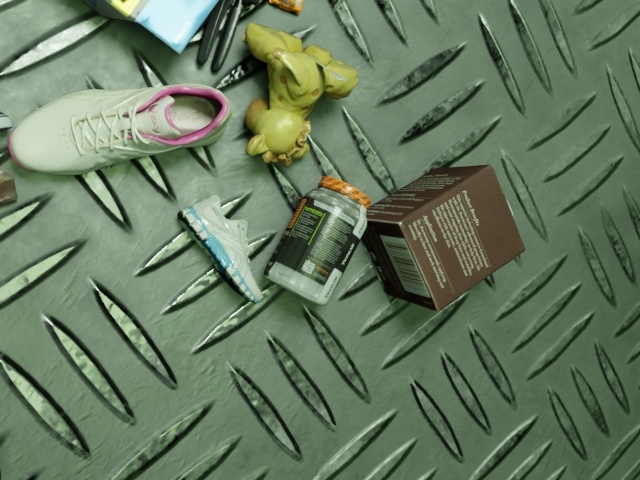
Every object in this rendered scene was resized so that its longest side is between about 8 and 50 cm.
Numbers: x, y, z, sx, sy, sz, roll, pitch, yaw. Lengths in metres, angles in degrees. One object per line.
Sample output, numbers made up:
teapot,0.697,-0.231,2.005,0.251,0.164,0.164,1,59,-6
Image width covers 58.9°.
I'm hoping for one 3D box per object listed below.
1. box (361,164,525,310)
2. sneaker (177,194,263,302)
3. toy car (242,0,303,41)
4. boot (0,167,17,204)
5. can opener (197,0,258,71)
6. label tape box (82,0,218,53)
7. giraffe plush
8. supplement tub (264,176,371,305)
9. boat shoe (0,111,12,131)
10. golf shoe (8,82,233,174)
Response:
box,0.200,-0.011,0.976,0.203,0.167,0.168,-31,105,-18
sneaker,-0.135,0.012,0.889,0.083,0.071,0.190,-40,109,-22
toy car,-0.068,-0.356,0.898,0.060,0.040,0.122,32,81,-23
boot,-0.474,-0.081,0.747,0.114,0.037,0.106,-28,118,-16
can opener,-0.140,-0.349,0.860,0.059,0.073,0.186,27,93,-31
label tape box,-0.273,-0.442,0.765,0.334,0.106,0.240,36,81,-23
giraffe plush,-0.048,-0.207,0.867,0.181,0.210,0.170,13,118,-27
supplement tub,0.000,0.000,0.918,0.117,0.117,0.190,31,83,-23
boat shoe,-0.497,-0.170,0.714,0.183,0.065,0.083,-9,100,-22
golf shoe,-0.266,-0.163,0.777,0.306,0.140,0.115,-19,103,-20
